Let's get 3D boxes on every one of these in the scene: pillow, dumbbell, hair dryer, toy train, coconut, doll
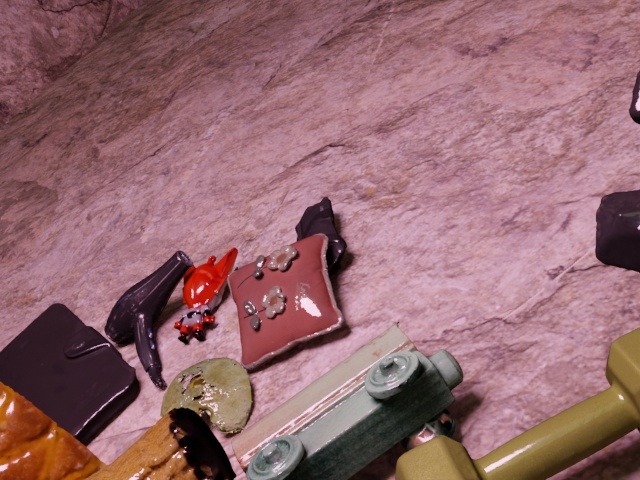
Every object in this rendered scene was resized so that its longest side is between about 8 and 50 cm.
[{"bbox_3d":[-0.057,0.081,1.087,0.171,0.075,0.179,-26,48,15],"label":"pillow"},{"bbox_3d":[0.217,0.189,0.698,0.301,0.121,0.108,-30,60,4],"label":"dumbbell"},{"bbox_3d":[-0.260,0.143,1.197,0.195,0.075,0.219,-45,43,17],"label":"hair dryer"},{"bbox_3d":[0.023,0.205,0.853,0.285,0.116,0.177,-36,20,-5],"label":"toy train"},{"bbox_3d":[-0.161,0.206,1.043,0.158,0.055,0.133,-10,39,28],"label":"coconut"},{"bbox_3d":[-0.194,0.088,1.229,0.109,0.057,0.169,-17,38,27],"label":"doll"}]

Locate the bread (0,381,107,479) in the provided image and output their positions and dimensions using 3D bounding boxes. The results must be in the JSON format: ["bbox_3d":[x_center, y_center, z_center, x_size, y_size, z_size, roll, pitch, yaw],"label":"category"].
[{"bbox_3d":[-0.454,0.302,0.904,0.279,0.279,0.207,-51,14,-31],"label":"bread"}]

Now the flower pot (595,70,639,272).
[{"bbox_3d":[0.415,-0.062,0.701,0.282,0.299,0.299,10,50,42],"label":"flower pot"}]

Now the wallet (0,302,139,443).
[{"bbox_3d":[-0.433,0.228,1.246,0.197,0.051,0.377,-44,35,-18],"label":"wallet"}]

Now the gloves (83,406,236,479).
[{"bbox_3d":[-0.231,0.334,0.793,0.357,0.155,0.203,-57,12,-3],"label":"gloves"}]

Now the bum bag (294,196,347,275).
[{"bbox_3d":[0.000,0.000,1.202,0.087,0.049,0.198,-48,27,20],"label":"bum bag"}]
